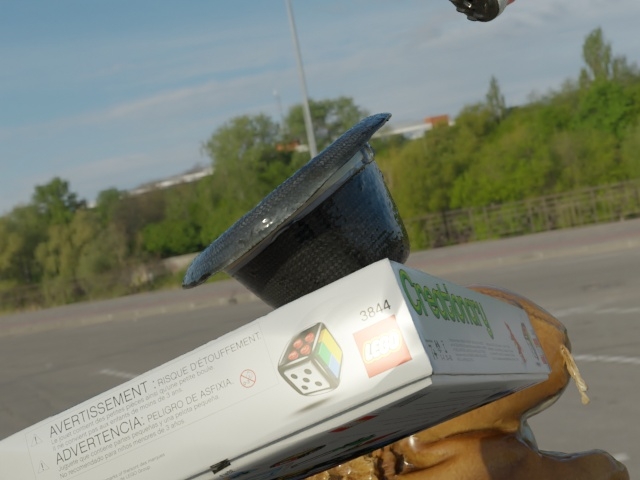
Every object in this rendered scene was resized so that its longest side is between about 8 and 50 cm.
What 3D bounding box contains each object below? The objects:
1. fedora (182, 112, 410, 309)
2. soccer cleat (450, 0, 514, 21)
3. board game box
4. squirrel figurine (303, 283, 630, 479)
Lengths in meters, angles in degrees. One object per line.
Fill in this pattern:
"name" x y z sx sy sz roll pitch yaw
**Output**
"fedora" 0.000 0.000 1.051 0.334 0.152 0.334 -39 3 3
"soccer cleat" 0.155 -0.440 1.234 0.116 0.318 0.108 -44 6 -19
"board game box" 0.006 0.087 0.496 0.193 0.053 0.305 -26 -16 16
"squirrel figurine" 0.102 0.233 0.938 0.396 0.371 0.281 -3 -3 4
